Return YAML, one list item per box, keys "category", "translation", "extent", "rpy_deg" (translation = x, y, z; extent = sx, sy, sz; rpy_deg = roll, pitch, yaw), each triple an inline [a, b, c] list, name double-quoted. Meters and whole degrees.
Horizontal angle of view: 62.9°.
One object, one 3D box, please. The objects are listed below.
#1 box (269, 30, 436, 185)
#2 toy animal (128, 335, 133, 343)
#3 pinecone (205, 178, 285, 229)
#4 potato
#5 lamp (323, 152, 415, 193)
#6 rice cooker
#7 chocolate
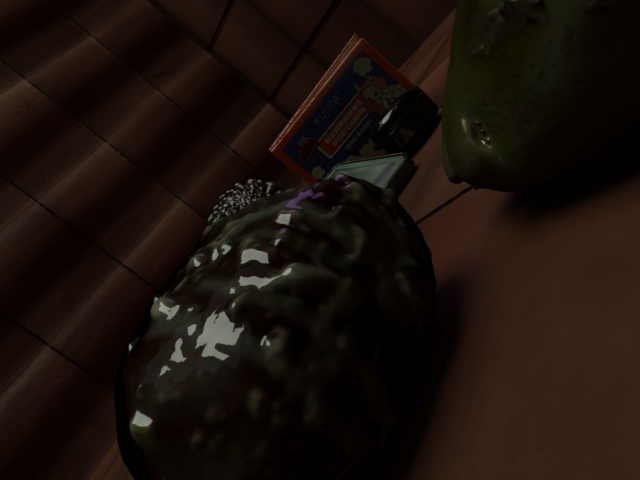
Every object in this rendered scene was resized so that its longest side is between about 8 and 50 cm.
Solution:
- category: "box"
  translation: [0.074, -0.313, 1.384]
  extent: [0.349, 0.257, 0.318]
  rpy_deg: [-49, 8, 15]
- category: "toy animal"
  translation: [-0.131, 0.148, 0.746]
  extent: [0.271, 0.206, 0.265]
  rpy_deg: [-29, 12, -15]
- category: "pinecone"
  translation: [-0.142, -0.029, 1.355]
  extent: [0.246, 0.246, 0.292]
  rpy_deg: [-49, -28, 10]
- category: "potato"
  translation: [0.210, -0.171, 0.419]
  extent: [0.218, 0.202, 0.351]
  rpy_deg: [-81, 16, -49]
- category: "lamp"
  translation: [0.036, -0.060, 1.048]
  extent: [0.269, 0.047, 0.266]
  rpy_deg: [-53, 24, -17]
- category: "rice cooker"
  translation: [0.179, -0.249, 1.112]
  extent: [0.165, 0.106, 0.112]
  rpy_deg: [-59, 12, -20]
- category: "chocolate"
  translation: [-0.015, 0.075, 0.470]
  extent: [0.210, 0.225, 0.340]
  rpy_deg: [-30, 21, 44]
